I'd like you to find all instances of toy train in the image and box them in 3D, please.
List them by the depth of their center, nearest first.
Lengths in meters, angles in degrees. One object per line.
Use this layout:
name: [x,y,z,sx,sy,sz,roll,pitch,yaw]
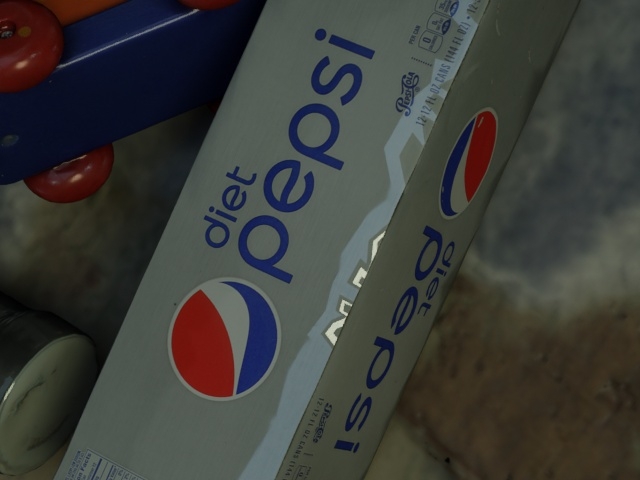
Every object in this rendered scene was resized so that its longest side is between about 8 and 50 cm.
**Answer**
toy train: [-0.139,-0.094,0.790,0.248,0.105,0.143,-23,58,-4]

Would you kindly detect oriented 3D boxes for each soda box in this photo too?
soda box: [0.000,0.000,0.742,0.091,0.098,0.286,24,90,24]

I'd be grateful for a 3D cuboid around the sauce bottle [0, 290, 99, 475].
sauce bottle: [-0.253,-0.001,0.844,0.344,0.111,0.111,30,92,24]
